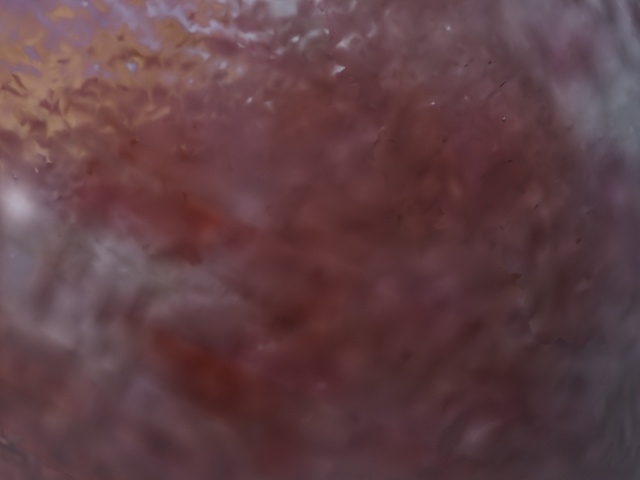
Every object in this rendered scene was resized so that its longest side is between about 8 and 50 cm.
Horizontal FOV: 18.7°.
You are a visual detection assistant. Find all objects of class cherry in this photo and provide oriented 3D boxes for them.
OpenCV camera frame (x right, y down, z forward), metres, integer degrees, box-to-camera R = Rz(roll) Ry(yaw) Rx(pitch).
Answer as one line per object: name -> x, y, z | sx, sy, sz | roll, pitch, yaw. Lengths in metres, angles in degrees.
cherry -> 0.000, 0.000, 0.496 | 0.236, 0.213, 0.285 | -52, -33, -18
